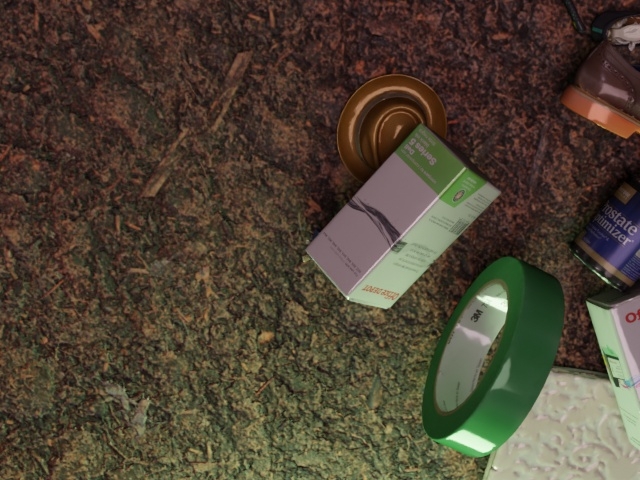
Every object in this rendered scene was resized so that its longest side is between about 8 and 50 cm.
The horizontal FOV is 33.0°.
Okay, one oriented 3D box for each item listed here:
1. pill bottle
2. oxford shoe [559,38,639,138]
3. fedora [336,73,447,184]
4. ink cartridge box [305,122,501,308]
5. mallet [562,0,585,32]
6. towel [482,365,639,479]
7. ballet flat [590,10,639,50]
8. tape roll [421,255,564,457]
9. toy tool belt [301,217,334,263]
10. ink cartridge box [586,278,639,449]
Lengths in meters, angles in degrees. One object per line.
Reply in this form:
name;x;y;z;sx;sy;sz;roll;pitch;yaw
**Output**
pill bottle;0.526;-0.032;1.783;0.123;0.123;0.219;35;102;-12
oxford shoe;0.569;-0.203;1.716;0.363;0.130;0.133;20;108;-16
fedora;0.118;-0.168;1.743;0.194;0.079;0.194;-1;108;-2
ink cartridge box;0.133;-0.031;1.714;0.273;0.198;0.115;-47;67;11
mallet;0.372;-0.407;1.689;0.039;0.062;0.190;-31;107;8
towel;0.472;0.384;1.948;0.331;0.053;0.317;12;105;-7
ballet flat;0.535;-0.334;1.716;0.203;0.074;0.074;-2;108;-2
tape roll;0.272;0.185;1.735;0.077;0.321;0.321;24;105;-9
toy tool belt;0.000;0.000;1.806;0.051;0.052;0.083;8;106;-14
ink cartridge box;0.596;0.198;1.830;0.201;0.117;0.278;-20;98;-5
